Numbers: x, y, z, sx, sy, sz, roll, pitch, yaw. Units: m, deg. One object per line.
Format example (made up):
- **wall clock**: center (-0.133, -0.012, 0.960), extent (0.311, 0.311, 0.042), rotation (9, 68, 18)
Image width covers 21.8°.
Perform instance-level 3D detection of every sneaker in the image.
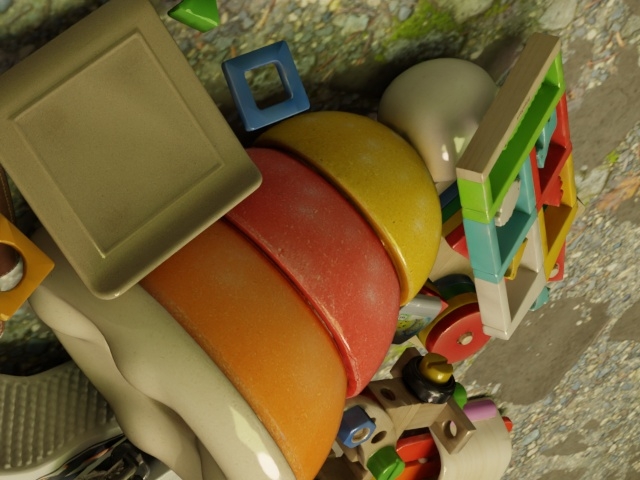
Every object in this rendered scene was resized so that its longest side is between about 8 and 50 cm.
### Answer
- **sneaker**: center (-0.303, 0.195, 1.597), extent (0.127, 0.126, 0.321), rotation (-43, 159, 31)

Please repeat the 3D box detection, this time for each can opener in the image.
- **can opener**: center (-0.193, 0.248, 1.656), extent (0.074, 0.093, 0.280), rotation (-41, -177, -2)

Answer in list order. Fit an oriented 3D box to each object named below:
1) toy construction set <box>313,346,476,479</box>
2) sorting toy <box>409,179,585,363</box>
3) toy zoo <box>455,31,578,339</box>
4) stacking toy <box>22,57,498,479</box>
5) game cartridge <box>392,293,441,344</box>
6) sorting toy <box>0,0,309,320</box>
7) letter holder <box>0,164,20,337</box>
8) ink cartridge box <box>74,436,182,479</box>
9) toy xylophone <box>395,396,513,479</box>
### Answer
- **toy construction set**: center (0.017, 0.204, 1.787), extent (0.237, 0.309, 0.257), rotation (-13, 116, -42)
- **sorting toy**: center (0.164, 0.023, 1.845), extent (0.257, 0.089, 0.255), rotation (-42, 145, 12)
- **toy zoo**: center (0.202, -0.036, 1.653), extent (0.192, 0.030, 0.293), rotation (-58, 150, -31)
- **stacking toy**: center (0.000, 0.000, 1.541), extent (0.480, 0.350, 0.351), rotation (-41, 149, -16)
- **game cartridge**: center (0.089, 0.085, 1.766), extent (0.056, 0.017, 0.083), rotation (6, 143, -38)
- **sorting toy**: center (-0.169, -0.076, 1.350), extent (0.347, 0.196, 0.047), rotation (-39, -168, -24)
- **letter holder**: center (-0.337, 0.018, 1.363), extent (0.214, 0.152, 0.302), rotation (-27, 146, -14)
- **ink cartridge box**: center (-0.191, 0.293, 1.898), extent (0.127, 0.072, 0.175), rotation (-35, 147, 1)
- **toy xylophone**: center (0.130, 0.347, 2.229), extent (0.236, 0.081, 0.323), rotation (-1, 135, -39)
